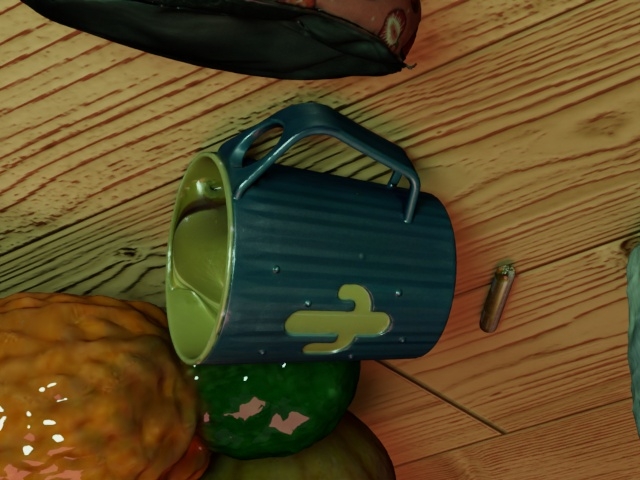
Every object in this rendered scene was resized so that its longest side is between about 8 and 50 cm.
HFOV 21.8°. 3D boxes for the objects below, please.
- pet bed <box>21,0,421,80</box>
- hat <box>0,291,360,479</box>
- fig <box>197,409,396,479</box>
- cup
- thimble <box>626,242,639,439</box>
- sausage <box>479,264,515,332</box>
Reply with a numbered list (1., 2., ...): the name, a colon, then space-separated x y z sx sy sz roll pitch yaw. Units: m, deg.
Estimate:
1. pet bed: -0.048 -0.116 0.802 0.201 0.053 0.201 13 177 1
2. hat: -0.174 0.138 1.112 0.400 0.285 0.285 -11 150 9
3. fig: -0.052 0.201 1.301 0.235 0.214 0.235 -19 177 -1
4. cup: 0.000 0.000 1.029 0.155 0.131 0.176 6 125 -22
5. thimble: 0.327 0.068 1.109 0.250 0.172 0.205 8 154 -12
6. sausage: 0.128 0.043 1.202 0.015 0.015 0.100 0 150 -4
